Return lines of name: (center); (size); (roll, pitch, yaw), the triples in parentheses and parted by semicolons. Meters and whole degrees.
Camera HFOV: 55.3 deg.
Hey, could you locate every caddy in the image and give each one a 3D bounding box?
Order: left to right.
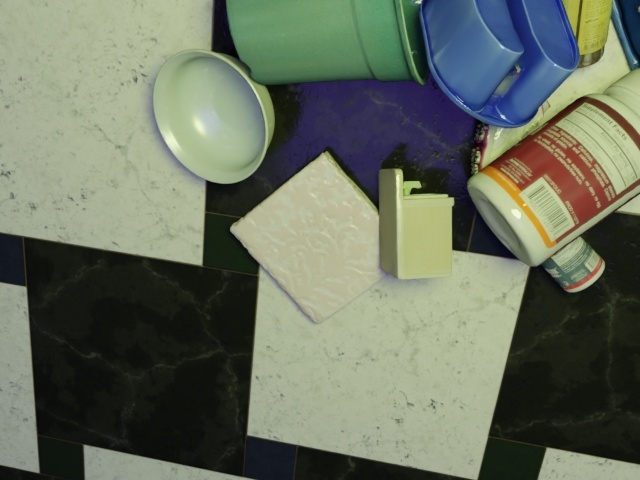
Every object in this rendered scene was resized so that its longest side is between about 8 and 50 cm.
caddy: (0.309, -0.363, 1.111); (0.241, 0.341, 0.179); (10, 148, -21)

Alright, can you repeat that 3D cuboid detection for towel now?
towel: (0.000, 0.000, 1.474); (0.317, 0.053, 0.332); (-38, 100, 18)

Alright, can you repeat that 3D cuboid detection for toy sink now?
toy sink: (0.210, -0.043, 1.345); (0.131, 0.153, 0.234); (-3, 95, -9)

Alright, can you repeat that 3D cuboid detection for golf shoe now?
golf shoe: (0.404, -0.247, 1.286); (0.140, 0.115, 0.306); (10, 112, 3)

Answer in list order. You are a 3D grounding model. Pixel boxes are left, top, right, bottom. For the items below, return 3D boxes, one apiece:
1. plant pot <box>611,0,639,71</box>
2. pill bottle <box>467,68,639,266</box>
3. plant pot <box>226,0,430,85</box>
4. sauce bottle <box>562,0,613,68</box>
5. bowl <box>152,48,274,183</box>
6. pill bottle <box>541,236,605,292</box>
plant pot: (0.679, -0.448, 1.106); (0.212, 0.236, 0.236); (-25, 104, 10)
pill bottle: (0.512, -0.146, 1.208); (0.392, 0.224, 0.224); (-36, 100, 3)
plant pot: (0.021, -0.449, 1.182); (0.334, 0.341, 0.341); (-4, 109, 20)
sauce bottle: (0.485, -0.488, 1.112); (0.112, 0.111, 0.344); (-2, 138, 11)
bowl: (-0.211, -0.286, 1.343); (0.298, 0.134, 0.297); (15, 125, 22)
pill bottle: (0.531, 0.018, 1.359); (0.180, 0.108, 0.108); (45, 110, -7)
